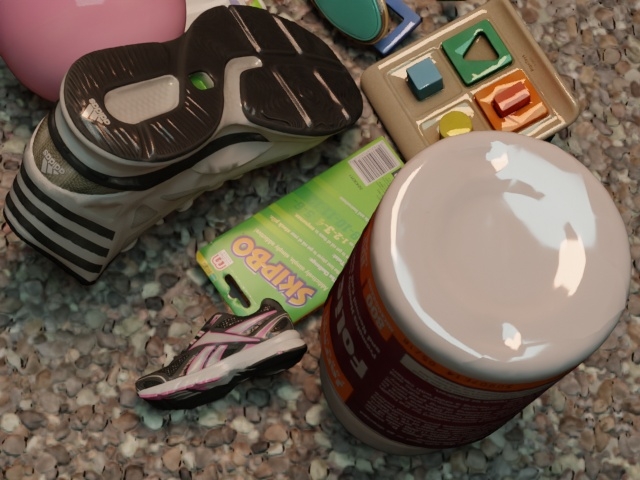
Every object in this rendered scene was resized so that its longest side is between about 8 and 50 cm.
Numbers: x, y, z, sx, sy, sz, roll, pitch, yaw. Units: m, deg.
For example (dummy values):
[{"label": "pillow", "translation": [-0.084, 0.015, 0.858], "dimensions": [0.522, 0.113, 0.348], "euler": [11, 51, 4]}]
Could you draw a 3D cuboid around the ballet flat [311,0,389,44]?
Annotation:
[{"label": "ballet flat", "translation": [0.007, -0.322, 1.591], "dimensions": [0.232, 0.080, 0.073], "euler": [48, 27, 10]}]

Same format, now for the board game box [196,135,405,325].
[{"label": "board game box", "translation": [0.000, 0.000, 1.490], "dimensions": [0.259, 0.039, 0.124], "euler": [-32, 78, -21]}]

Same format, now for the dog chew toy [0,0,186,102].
[{"label": "dog chew toy", "translation": [-0.279, -0.313, 1.437], "dimensions": [0.207, 0.206, 0.331], "euler": [-27, 95, -18]}]

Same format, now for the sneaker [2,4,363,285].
[{"label": "sneaker", "translation": [-0.159, -0.099, 1.436], "dimensions": [0.447, 0.257, 0.169], "euler": [-20, 72, -52]}]

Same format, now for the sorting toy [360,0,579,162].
[{"label": "sorting toy", "translation": [0.165, -0.166, 1.533], "dimensions": [0.196, 0.047, 0.347], "euler": [-30, 70, 2]}]

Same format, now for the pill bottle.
[{"label": "pill bottle", "translation": [0.121, 0.072, 1.292], "dimensions": [0.224, 0.392, 0.224], "euler": [3, 68, -9]}]

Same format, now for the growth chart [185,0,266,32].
[{"label": "growth chart", "translation": [-0.148, -0.292, 1.581], "dimensions": [0.172, 0.021, 0.237], "euler": [-13, 72, -15]}]

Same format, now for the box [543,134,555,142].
[{"label": "box", "translation": [0.227, -0.145, 1.576], "dimensions": [0.062, 0.052, 0.083], "euler": [-7, 72, -11]}]

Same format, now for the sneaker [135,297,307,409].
[{"label": "sneaker", "translation": [-0.107, 0.115, 1.405], "dimensions": [0.178, 0.072, 0.077], "euler": [-19, 66, -5]}]
